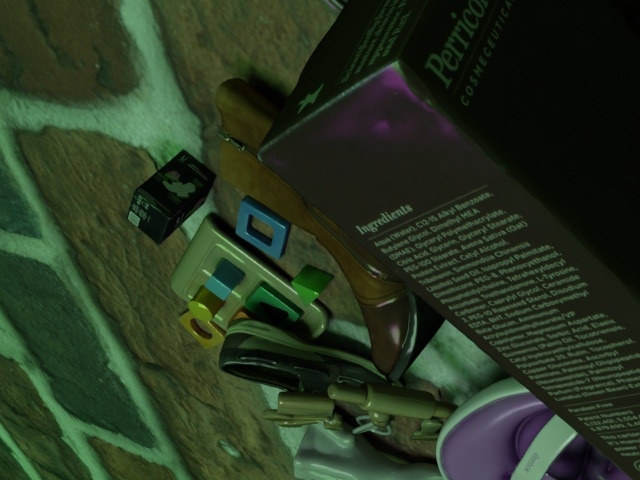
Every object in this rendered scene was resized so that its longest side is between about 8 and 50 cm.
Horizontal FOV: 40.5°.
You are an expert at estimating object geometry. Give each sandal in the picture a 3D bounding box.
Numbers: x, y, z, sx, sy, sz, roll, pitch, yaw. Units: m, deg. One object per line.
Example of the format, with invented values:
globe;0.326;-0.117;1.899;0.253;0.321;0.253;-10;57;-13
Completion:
sandal;0.262;0.198;0.800;0.416;0.102;0.169;-26;108;42

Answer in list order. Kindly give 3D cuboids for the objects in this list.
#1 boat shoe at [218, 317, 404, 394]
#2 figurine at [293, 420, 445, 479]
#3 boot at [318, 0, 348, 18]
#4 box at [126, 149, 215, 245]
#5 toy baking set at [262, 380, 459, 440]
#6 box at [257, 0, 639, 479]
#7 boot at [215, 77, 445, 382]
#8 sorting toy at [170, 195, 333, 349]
boat shoe;-0.014;0.163;1.027;0.224;0.073;0.080;21;147;0
figurine;0.077;0.340;1.164;0.210;0.092;0.214;16;136;18
boot;0.101;-0.201;0.593;0.190;0.076;0.208;35;152;-16
box;-0.168;-0.048;0.973;0.052;0.083;0.062;40;144;4
toy baking set;0.054;0.192;0.971;0.256;0.030;0.197;13;158;-25
box;0.167;-0.022;0.567;0.381;0.191;0.143;39;145;-18
boot;0.000;0.000;0.874;0.280;0.096;0.264;31;151;20
sorting toy;-0.102;0.082;1.078;0.196;0.047;0.347;40;143;1
